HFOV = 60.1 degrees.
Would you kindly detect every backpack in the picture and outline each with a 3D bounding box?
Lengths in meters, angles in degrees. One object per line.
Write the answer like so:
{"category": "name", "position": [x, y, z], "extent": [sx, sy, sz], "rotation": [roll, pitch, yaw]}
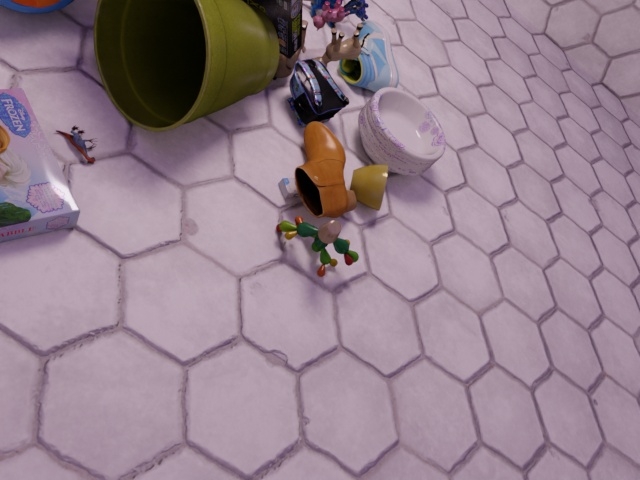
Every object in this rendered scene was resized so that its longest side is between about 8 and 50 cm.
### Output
{"category": "backpack", "position": [-0.025, -0.441, 1.639], "extent": [0.158, 0.116, 0.173], "rotation": [-28, 89, -41]}

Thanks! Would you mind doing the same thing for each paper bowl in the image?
{"category": "paper bowl", "position": [0.243, -0.328, 1.742], "extent": [0.284, 0.148, 0.285], "rotation": [17, 52, -24]}

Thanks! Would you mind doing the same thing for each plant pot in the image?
{"category": "plant pot", "position": [-0.294, -0.471, 1.370], "extent": [0.367, 0.366, 0.353], "rotation": [53, 34, 7]}
{"category": "plant pot", "position": [0.135, -0.160, 1.584], "extent": [0.095, 0.134, 0.134], "rotation": [11, 51, 1]}

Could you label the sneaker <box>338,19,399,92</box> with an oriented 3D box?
{"category": "sneaker", "position": [0.140, -0.654, 1.907], "extent": [0.208, 0.127, 0.319], "rotation": [3, 59, -34]}

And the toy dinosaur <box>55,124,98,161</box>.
{"category": "toy dinosaur", "position": [-0.530, -0.208, 1.225], "extent": [0.090, 0.047, 0.082], "rotation": [-12, 74, -3]}

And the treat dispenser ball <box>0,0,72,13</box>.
{"category": "treat dispenser ball", "position": [-0.670, -0.667, 1.249], "extent": [0.287, 0.288, 0.289], "rotation": [17, 52, -24]}

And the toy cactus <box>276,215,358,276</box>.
{"category": "toy cactus", "position": [0.000, 0.000, 1.348], "extent": [0.218, 0.180, 0.112], "rotation": [34, 67, -4]}

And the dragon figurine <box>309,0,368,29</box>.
{"category": "dragon figurine", "position": [0.032, -0.845, 1.946], "extent": [0.289, 0.144, 0.085], "rotation": [27, 49, -17]}

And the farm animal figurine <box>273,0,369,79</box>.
{"category": "farm animal figurine", "position": [-0.063, -0.610, 1.711], "extent": [0.330, 0.172, 0.327], "rotation": [36, 64, 9]}

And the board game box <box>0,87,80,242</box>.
{"category": "board game box", "position": [-0.675, -0.137, 1.045], "extent": [0.317, 0.066, 0.319], "rotation": [-20, 73, -41]}

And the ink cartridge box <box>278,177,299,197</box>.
{"category": "ink cartridge box", "position": [-0.066, -0.143, 1.490], "extent": [0.083, 0.028, 0.048], "rotation": [-8, 66, -38]}

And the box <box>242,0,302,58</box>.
{"category": "box", "position": [-0.150, -0.633, 1.462], "extent": [0.216, 0.270, 0.060], "rotation": [34, 73, 8]}

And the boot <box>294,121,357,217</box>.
{"category": "boot", "position": [-0.009, -0.199, 1.481], "extent": [0.211, 0.104, 0.295], "rotation": [-7, 71, -60]}
